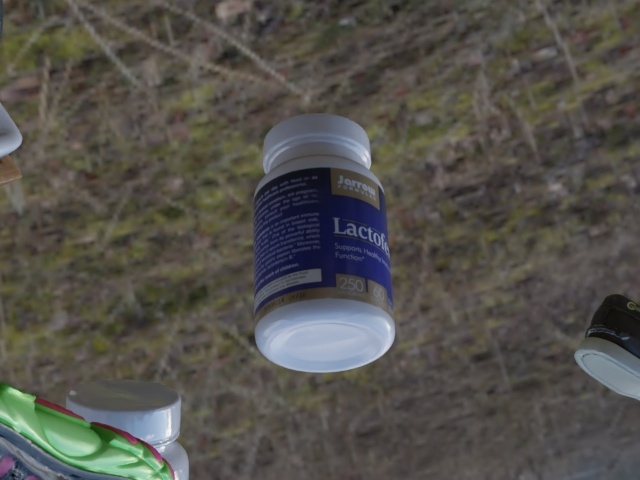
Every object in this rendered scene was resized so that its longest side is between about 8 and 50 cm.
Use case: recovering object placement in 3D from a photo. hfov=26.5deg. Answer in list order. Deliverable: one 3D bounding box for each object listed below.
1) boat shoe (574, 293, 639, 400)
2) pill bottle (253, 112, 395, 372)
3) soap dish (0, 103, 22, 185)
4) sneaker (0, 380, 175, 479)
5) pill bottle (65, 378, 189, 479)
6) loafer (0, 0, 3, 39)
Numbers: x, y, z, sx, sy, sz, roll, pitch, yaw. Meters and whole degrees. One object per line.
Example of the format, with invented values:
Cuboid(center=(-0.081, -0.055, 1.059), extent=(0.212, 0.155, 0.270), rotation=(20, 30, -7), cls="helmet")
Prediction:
Cuboid(center=(0.335, 0.132, 1.230), extent=(0.227, 0.069, 0.081), rotation=(34, 157, -15), cls="boat shoe")
Cuboid(center=(0.000, 0.000, 1.519), extent=(0.153, 0.265, 0.153), rotation=(-2, 150, -1), cls="pill bottle")
Cuboid(center=(-0.361, -0.126, 0.920), extent=(0.118, 0.291, 0.229), rotation=(-39, 177, 20), cls="soap dish")
Cuboid(center=(-0.311, 0.205, 1.096), extent=(0.185, 0.202, 0.483), rotation=(4, 161, 44), cls="sneaker")
Cuboid(center=(-0.238, 0.318, 1.614), extent=(0.160, 0.283, 0.160), rotation=(3, -171, -1), cls="pill bottle")
Cuboid(center=(-0.353, -0.223, 1.249), extent=(0.084, 0.096, 0.267), rotation=(5, 180, -3), cls="loafer")
